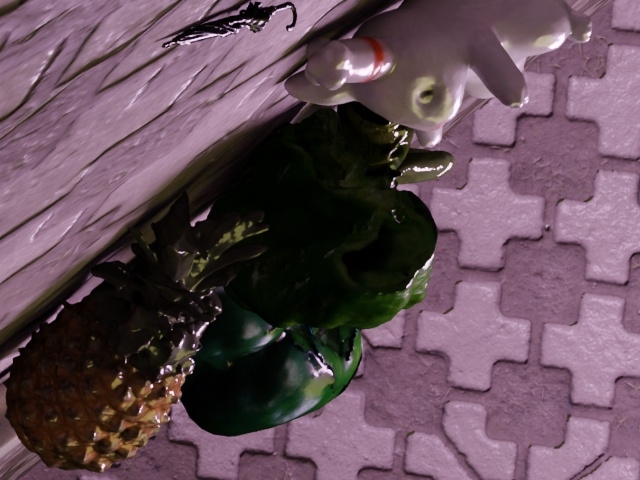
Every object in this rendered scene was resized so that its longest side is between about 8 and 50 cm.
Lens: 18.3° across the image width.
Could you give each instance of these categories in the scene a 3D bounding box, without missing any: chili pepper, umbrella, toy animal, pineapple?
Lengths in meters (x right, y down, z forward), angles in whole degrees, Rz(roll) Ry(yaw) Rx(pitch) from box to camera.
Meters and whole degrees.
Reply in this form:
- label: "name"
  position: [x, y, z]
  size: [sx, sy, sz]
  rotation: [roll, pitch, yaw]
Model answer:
- label: "chili pepper"
  position: [-0.010, 0.003, 1.933]
  size: [0.167, 0.213, 0.385]
  rotation: [-42, -173, -14]
- label: "umbrella"
  position: [-0.055, -0.135, 1.220]
  size: [0.022, 0.022, 0.149]
  rotation: [3, -169, 31]
- label: "chili pepper"
  position: [-0.089, 0.118, 2.554]
  size: [0.257, 0.248, 0.233]
  rotation: [-29, -167, 26]
- label: "toy animal"
  position: [0.092, -0.143, 1.660]
  size: [0.282, 0.138, 0.140]
  rotation: [-34, 180, -37]
- label: "pineapple"
  position: [-0.165, 0.084, 1.867]
  size: [0.340, 0.169, 0.169]
  rotation: [-45, 174, 38]

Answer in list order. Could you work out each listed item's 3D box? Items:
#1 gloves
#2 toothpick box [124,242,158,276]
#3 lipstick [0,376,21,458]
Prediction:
- label: "gloves"
  position: [0.065, -0.115, 1.991]
  size: [0.107, 0.135, 0.268]
  rotation: [-4, 165, 13]
- label: "toothpick box"
  position: [-0.162, 0.031, 2.036]
  size: [0.083, 0.052, 0.052]
  rotation: [-41, 176, 15]
- label: "lipstick"
  position: [-0.370, 0.215, 2.084]
  size: [0.253, 0.079, 0.077]
  rotation: [-39, 176, -15]
